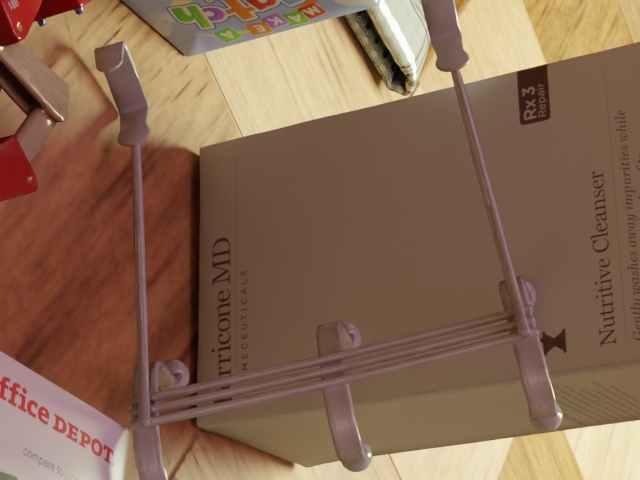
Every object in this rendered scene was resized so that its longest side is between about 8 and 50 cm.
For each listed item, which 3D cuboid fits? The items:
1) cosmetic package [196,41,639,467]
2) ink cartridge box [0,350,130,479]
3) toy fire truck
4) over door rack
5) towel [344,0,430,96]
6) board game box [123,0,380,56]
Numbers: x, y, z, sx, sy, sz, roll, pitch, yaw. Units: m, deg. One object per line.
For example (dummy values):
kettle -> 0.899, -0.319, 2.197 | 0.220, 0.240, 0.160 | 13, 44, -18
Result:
cosmetic package -> 0.113, 0.017, 1.133 | 0.156, 0.385, 0.217 | 31, 51, -57
ink cartridge box -> -0.179, 0.166, 0.846 | 0.148, 0.086, 0.203 | 42, 44, -49
toy fire truck -> -0.177, -0.106, 0.964 | 0.192, 0.047, 0.135 | -49, 123, -59
over door rack -> 0.000, 0.000, 1.022 | 0.108, 0.239, 0.324 | 72, 7, -53
towel -> 0.037, -0.343, 1.486 | 0.324, 0.056, 0.312 | 54, 36, -36
board game box -> -0.079, -0.201, 1.099 | 0.211, 0.160, 0.039 | 37, 49, -51
